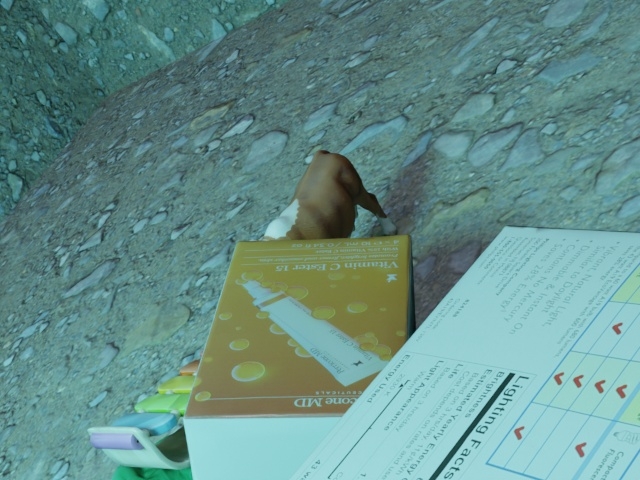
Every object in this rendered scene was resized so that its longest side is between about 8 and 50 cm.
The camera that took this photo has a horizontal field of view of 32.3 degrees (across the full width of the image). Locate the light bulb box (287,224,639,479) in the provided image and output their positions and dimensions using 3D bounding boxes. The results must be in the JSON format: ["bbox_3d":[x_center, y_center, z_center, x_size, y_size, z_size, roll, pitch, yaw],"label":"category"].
[{"bbox_3d":[0.219,0.186,0.866,0.358,0.225,0.361,-47,26,-23],"label":"light bulb box"}]

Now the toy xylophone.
[{"bbox_3d":[-0.122,0.198,1.417,0.236,0.081,0.323,-12,15,38],"label":"toy xylophone"}]

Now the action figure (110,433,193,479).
[{"bbox_3d":[-0.176,0.310,1.385,0.137,0.063,0.232,-42,20,-16],"label":"action figure"}]

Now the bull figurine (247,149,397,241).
[{"bbox_3d":[0.000,0.000,1.551,0.101,0.188,0.310,-19,29,37],"label":"bull figurine"}]

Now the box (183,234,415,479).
[{"bbox_3d":[-0.005,0.150,1.205,0.215,0.168,0.345,-2,29,6],"label":"box"}]
